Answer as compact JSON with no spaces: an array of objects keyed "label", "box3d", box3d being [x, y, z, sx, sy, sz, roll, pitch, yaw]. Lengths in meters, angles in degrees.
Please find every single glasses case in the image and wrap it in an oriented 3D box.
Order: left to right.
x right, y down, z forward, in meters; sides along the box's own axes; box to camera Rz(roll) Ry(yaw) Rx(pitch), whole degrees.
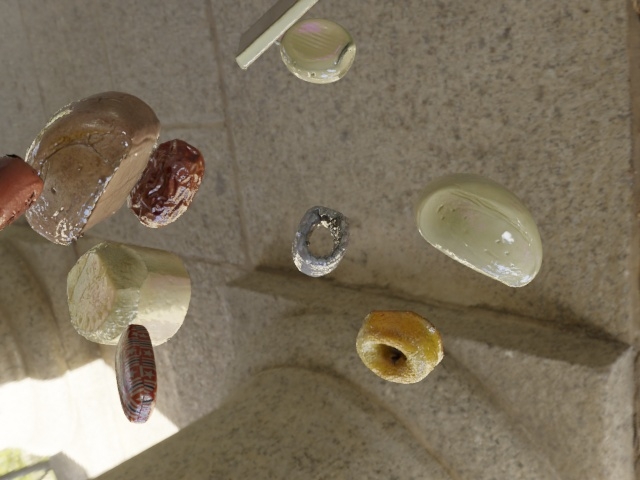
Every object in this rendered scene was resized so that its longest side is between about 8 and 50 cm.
[{"label":"glasses case","box3d":[-0.284,0.194,1.011,0.073,0.049,0.194,-69,27,19]}]

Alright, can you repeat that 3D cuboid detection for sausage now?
[{"label":"sausage","box3d":[-0.388,-0.052,0.786,0.076,0.141,0.076,8,126,12]}]

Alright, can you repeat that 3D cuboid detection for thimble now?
[{"label":"thimble","box3d":[0.001,0.003,1.578,0.127,0.152,0.118,17,162,-3]}]

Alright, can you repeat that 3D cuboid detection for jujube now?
[{"label":"jujube","box3d":[-0.419,-0.154,1.813,0.174,0.174,0.251,33,89,33]}]

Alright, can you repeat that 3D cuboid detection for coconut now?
[{"label":"coconut","box3d":[-0.420,0.125,1.505,0.239,0.244,0.239,-6,79,35]}]

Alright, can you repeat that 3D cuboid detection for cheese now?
[{"label":"cheese","box3d":[-0.040,-0.397,1.337,0.227,0.137,0.064,28,159,19]}]

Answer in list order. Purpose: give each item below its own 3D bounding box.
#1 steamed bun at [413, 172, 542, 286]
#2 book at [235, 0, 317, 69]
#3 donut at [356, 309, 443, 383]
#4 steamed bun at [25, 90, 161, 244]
[{"label":"steamed bun","box3d":[0.300,-0.034,1.248,0.250,0.200,0.155,26,105,1]},{"label":"book","box3d":[0.017,-0.333,0.804,0.310,0.217,0.021,-40,111,12]},{"label":"donut","box3d":[0.160,0.230,1.410,0.190,0.075,0.174,13,131,24]},{"label":"steamed bun","box3d":[-0.465,-0.160,1.294,0.199,0.251,0.301,36,115,-5]}]
